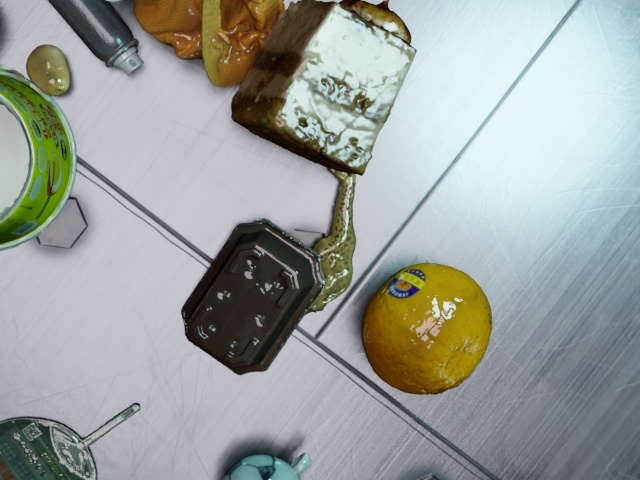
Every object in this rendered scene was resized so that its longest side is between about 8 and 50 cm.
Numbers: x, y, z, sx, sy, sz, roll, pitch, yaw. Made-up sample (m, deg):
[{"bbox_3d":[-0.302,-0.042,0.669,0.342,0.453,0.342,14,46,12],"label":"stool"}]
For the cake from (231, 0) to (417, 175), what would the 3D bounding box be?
[{"bbox_3d":[0.015,-0.270,1.710,0.198,0.196,0.293,27,89,-24],"label":"cake"}]

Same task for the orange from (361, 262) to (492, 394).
[{"bbox_3d":[0.170,0.142,1.763,0.219,0.193,0.219,-7,103,-33],"label":"orange"}]

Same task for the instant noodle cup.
[{"bbox_3d":[-0.539,-0.129,1.668,0.311,0.221,0.311,0,93,-7],"label":"instant noodle cup"}]

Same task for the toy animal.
[{"bbox_3d":[0.008,0.005,1.814,0.149,0.054,0.275,36,91,-2],"label":"toy animal"}]

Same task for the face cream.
[{"bbox_3d":[-0.390,-0.384,1.742,0.073,0.073,0.283,-40,96,-2],"label":"face cream"}]

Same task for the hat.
[{"bbox_3d":[-0.211,-0.391,1.737,0.233,0.244,0.233,24,107,24],"label":"hat"}]

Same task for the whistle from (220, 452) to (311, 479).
[{"bbox_3d":[-0.124,0.451,1.775,0.289,0.163,0.163,-43,96,-2],"label":"whistle"}]

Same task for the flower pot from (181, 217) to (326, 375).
[{"bbox_3d":[-0.118,0.100,1.760,0.179,0.084,0.251,35,102,3],"label":"flower pot"}]

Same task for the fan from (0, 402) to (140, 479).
[{"bbox_3d":[-0.464,0.360,1.809,0.223,0.012,0.294,26,91,-5],"label":"fan"}]

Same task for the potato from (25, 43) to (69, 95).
[{"bbox_3d":[-0.438,-0.273,1.749,0.068,0.062,0.083,-37,59,22],"label":"potato"}]
